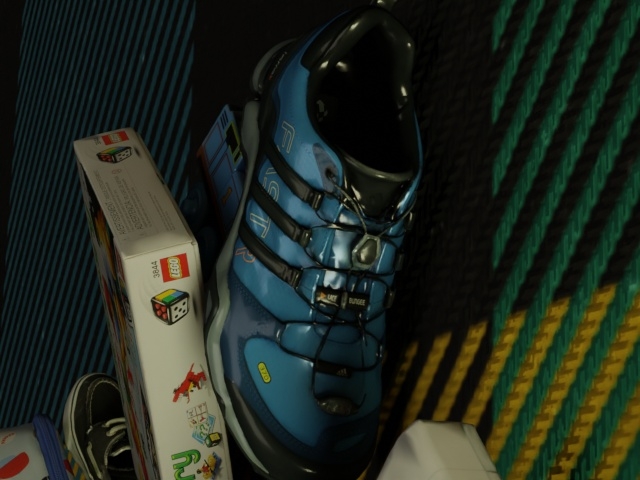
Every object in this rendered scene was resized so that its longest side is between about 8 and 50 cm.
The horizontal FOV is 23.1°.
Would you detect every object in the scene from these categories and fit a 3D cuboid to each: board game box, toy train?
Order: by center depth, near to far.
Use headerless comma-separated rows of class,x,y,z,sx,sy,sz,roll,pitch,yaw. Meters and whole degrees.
toy train,-0.045,-0.006,1.098,0.105,0.080,0.184,-59,32,34
board game box,-0.115,0.095,1.134,0.193,0.053,0.305,-124,25,-58

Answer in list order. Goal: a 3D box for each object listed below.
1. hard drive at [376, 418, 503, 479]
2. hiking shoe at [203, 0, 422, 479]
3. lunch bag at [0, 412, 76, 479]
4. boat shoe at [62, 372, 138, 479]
hard drive,0.071,0.282,0.672,0.233,0.047,0.353,-66,30,30
hiking shoe,0.000,0.000,0.938,0.132,0.113,0.304,144,129,-61
lunch bag,-0.239,0.321,1.343,0.243,0.115,0.303,-124,25,-47
boat shoe,-0.162,0.188,1.333,0.219,0.077,0.070,64,143,39
